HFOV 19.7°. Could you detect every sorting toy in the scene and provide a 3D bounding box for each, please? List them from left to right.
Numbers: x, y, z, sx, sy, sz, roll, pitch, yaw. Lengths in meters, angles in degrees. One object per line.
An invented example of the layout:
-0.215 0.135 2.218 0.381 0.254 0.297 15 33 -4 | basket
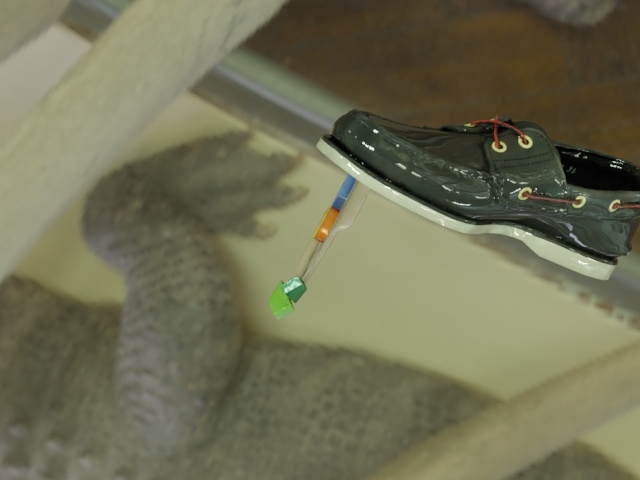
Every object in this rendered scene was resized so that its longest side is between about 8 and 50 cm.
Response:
0.000 0.000 0.865 0.012 0.083 0.062 33 135 -5 | sorting toy

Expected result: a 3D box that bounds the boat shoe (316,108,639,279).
0.056 -0.023 0.599 0.133 0.049 0.042 15 111 -37 | boat shoe
